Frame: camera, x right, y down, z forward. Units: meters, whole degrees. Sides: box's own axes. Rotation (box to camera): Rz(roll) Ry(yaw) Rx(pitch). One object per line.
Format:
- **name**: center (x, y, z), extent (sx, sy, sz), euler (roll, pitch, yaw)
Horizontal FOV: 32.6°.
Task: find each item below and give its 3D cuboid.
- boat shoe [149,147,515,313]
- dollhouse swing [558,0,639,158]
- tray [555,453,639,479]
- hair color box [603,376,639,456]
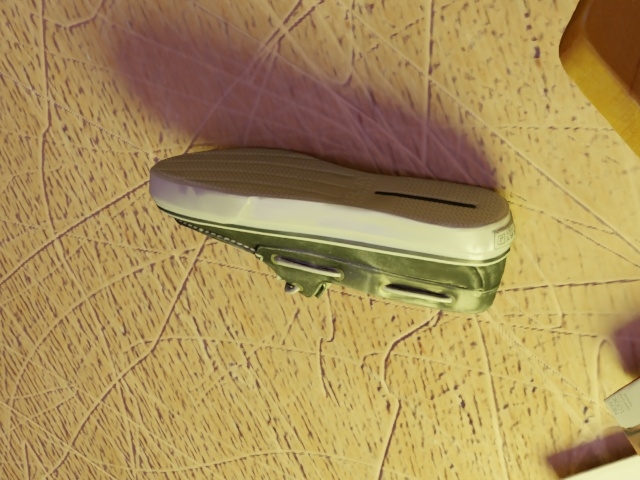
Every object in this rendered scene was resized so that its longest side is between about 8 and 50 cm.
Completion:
- **boat shoe**: center (0.000, 0.000, 0.972), extent (0.335, 0.121, 0.119), euler (12, 118, 19)
- **dollhouse swing**: center (0.205, -0.276, 0.567), extent (0.305, 0.315, 0.347), euler (34, 146, -3)
- **tray**: center (0.351, 0.232, 0.984), extent (0.270, 0.030, 0.145), euler (-29, 101, 36)
- **hair color box**: center (0.329, 0.126, 0.898), extent (0.167, 0.053, 0.093), euler (-42, 72, 36)
